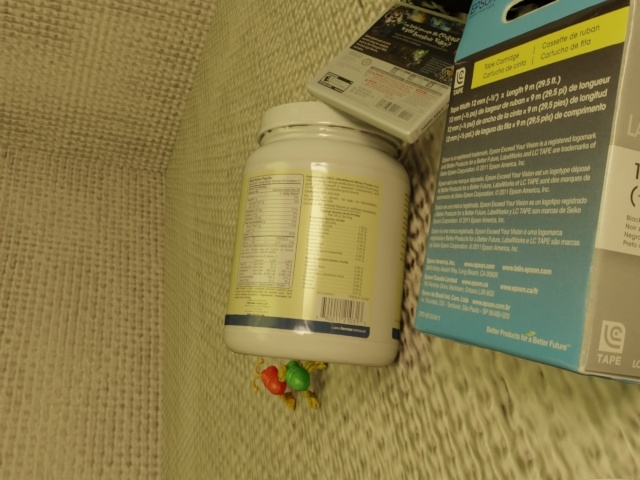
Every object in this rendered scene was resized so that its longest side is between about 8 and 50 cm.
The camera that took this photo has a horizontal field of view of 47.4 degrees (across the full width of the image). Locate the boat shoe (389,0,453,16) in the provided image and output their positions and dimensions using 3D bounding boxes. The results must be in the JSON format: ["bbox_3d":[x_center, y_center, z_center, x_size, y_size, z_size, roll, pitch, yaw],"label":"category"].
[{"bbox_3d":[0.148,-0.330,0.957,0.070,0.078,0.219,-118,43,-60],"label":"boat shoe"}]

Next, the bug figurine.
[{"bbox_3d":[-0.049,0.166,1.279,0.216,0.072,0.279,-171,90,-69],"label":"bug figurine"}]

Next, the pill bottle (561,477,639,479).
[{"bbox_3d":[0.186,0.316,0.463,0.169,0.169,0.301,131,141,-55],"label":"pill bottle"}]

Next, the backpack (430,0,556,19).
[{"bbox_3d":[0.181,-0.384,0.761,0.225,0.191,0.253,-155,80,-69],"label":"backpack"}]

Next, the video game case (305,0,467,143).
[{"bbox_3d":[0.100,-0.210,0.879,0.173,0.022,0.190,-46,47,-11],"label":"video game case"}]

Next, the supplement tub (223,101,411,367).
[{"bbox_3d":[0.000,0.000,0.987,0.235,0.235,0.324,162,115,-67],"label":"supplement tub"}]

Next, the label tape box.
[{"bbox_3d":[0.210,-0.069,0.645,0.249,0.115,0.347,-177,98,-69],"label":"label tape box"}]
